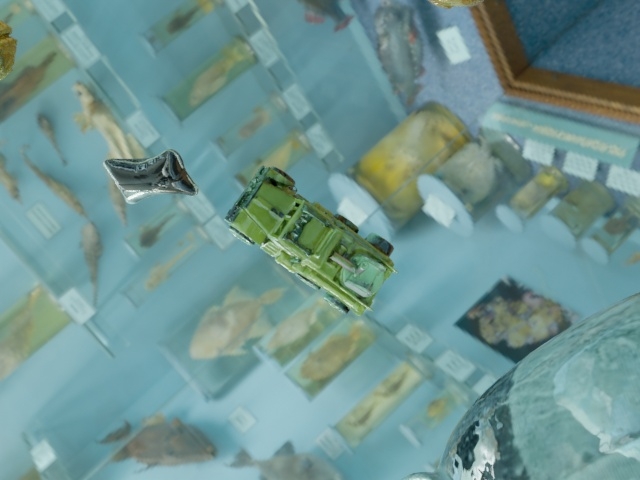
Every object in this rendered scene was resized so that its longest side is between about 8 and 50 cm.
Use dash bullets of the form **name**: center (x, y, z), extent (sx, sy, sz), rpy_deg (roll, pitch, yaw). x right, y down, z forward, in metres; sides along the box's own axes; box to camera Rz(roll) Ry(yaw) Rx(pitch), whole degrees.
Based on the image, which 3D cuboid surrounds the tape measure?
- **tape measure**: center (0.182, 0.130, 0.407), extent (0.256, 0.275, 0.147), rpy_deg (12, -135, -37)

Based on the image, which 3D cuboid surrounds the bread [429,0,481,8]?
- **bread**: center (0.169, -0.418, 1.318), extent (0.210, 0.235, 0.099), rpy_deg (20, 123, 23)

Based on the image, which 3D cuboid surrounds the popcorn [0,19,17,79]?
- **popcorn**: center (-0.444, -0.254, 1.164), extent (0.084, 0.084, 0.084), rpy_deg (45, 166, 14)

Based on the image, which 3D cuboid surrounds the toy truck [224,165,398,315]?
- **toy truck**: center (-0.003, -0.002, 1.271), extent (0.259, 0.128, 0.135), rpy_deg (36, 172, -10)

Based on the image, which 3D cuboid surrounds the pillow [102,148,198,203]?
- **pillow**: center (-0.263, -0.099, 1.348), extent (0.135, 0.055, 0.091), rpy_deg (-5, 160, 22)
